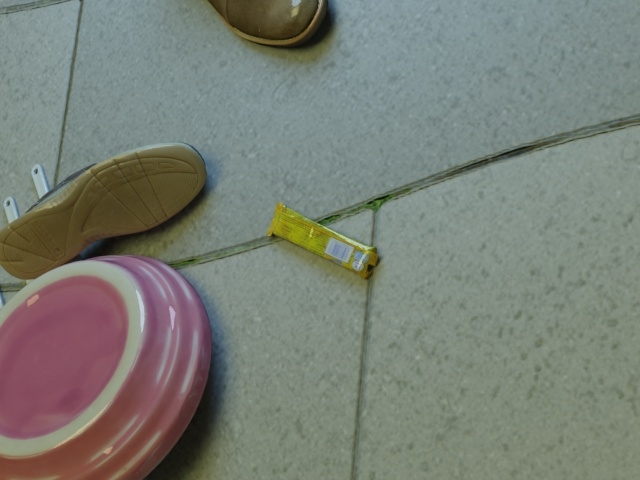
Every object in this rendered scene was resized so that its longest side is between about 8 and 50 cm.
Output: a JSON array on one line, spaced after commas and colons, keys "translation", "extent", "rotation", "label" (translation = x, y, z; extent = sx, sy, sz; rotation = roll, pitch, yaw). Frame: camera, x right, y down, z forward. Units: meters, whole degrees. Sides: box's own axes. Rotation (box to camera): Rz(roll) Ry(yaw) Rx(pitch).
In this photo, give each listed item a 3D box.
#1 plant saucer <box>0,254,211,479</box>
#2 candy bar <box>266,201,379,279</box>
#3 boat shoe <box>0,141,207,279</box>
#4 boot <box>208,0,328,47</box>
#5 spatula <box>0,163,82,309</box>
[{"translation": [-0.283, 0.148, 1.723], "extent": [0.332, 0.084, 0.332], "rotation": [-18, 50, 22], "label": "plant saucer"}, {"translation": [0.000, 0.000, 1.665], "extent": [0.161, 0.018, 0.040], "rotation": [25, 93, 38], "label": "candy bar"}, {"translation": [-0.263, -0.049, 1.823], "extent": [0.285, 0.103, 0.092], "rotation": [-29, 22, 16], "label": "boat shoe"}, {"translation": [-0.115, -0.324, 1.801], "extent": [0.305, 0.115, 0.112], "rotation": [39, 96, 37], "label": "boot"}, {"translation": [-0.378, 0.031, 1.926], "extent": [0.168, 0.019, 0.242], "rotation": [-38, 56, 21], "label": "spatula"}]
